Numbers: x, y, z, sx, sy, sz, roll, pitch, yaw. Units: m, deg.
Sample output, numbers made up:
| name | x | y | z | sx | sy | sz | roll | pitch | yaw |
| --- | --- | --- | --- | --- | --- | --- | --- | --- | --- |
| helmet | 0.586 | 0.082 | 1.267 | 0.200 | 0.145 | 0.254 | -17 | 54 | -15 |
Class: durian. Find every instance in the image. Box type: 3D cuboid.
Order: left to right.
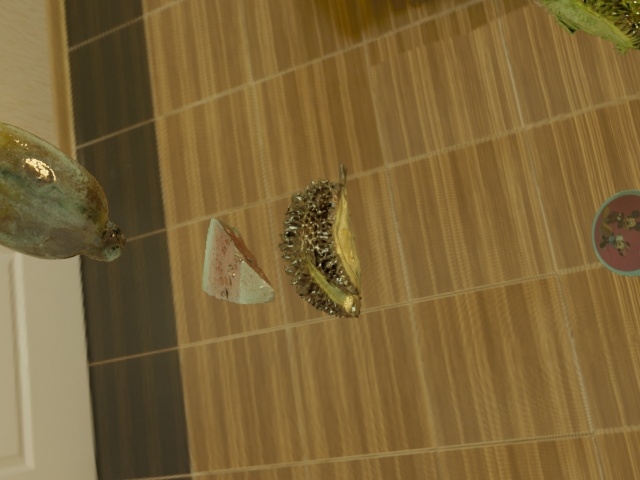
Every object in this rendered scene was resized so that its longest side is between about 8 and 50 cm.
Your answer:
| name | x | y | z | sx | sy | sz | roll | pitch | yaw |
| --- | --- | --- | --- | --- | --- | --- | --- | --- | --- |
| durian | -0.002 | -0.001 | 0.584 | 0.071 | 0.110 | 0.140 | -3 | 73 | 4 |
| durian | 0.326 | -0.288 | 0.815 | 0.086 | 0.100 | 0.215 | -43 | 63 | -9 |

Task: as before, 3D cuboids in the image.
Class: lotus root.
| name | x | y | z | sx | sy | sz | roll | pitch | yaw |
| --- | --- | --- | --- | --- | --- | --- | --- | --- | --- |
| lotus root | -0.282 | -0.038 | 0.681 | 0.113 | 0.192 | 0.088 | -53 | 24 | 9 |

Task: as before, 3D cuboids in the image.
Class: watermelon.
| name | x | y | z | sx | sy | sz | roll | pitch | yaw |
| --- | --- | --- | --- | --- | --- | --- | --- | --- | --- |
| watermelon | -0.146 | 0.053 | 1.237 | 0.241 | 0.095 | 0.154 | -143 | 50 | -62 |

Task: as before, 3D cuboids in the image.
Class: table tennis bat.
| name | x | y | z | sx | sy | sz | roll | pitch | yaw |
| --- | --- | --- | --- | --- | --- | --- | --- | --- | --- |
| table tennis bat | 0.568 | -0.007 | 1.161 | 0.244 | 0.040 | 0.152 | 16 | 102 | 59 |

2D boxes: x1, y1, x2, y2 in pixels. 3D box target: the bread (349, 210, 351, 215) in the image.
| name | x | y | z | sx | sy | sz | roll | pitch | yaw |
| --- | --- | --- | --- | --- | --- | --- | --- | --- | --- |
| bread | 0.013 | -0.036 | 1.412 | 0.110 | 0.110 | 0.024 | -28 | 79 | 20 |
